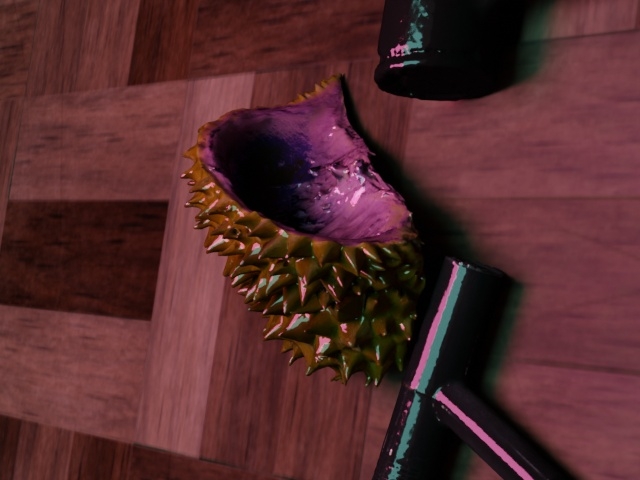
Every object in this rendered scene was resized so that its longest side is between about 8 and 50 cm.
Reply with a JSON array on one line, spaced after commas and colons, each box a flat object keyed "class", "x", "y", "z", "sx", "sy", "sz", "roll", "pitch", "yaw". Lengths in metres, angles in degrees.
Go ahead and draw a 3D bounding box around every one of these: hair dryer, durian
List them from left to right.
[{"class": "durian", "x": -0.012, "y": 0.010, "z": 1.272, "sx": 0.260, "sy": 0.154, "sz": 0.186, "roll": -126, "pitch": 23, "yaw": -67}, {"class": "hair dryer", "x": 0.124, "y": 0.116, "z": 1.124, "sx": 0.195, "sy": 0.050, "sz": 0.173, "roll": 23, "pitch": 101, "yaw": 50}, {"class": "hair dryer", "x": 0.152, "y": -0.199, "z": 1.154, "sx": 0.251, "sy": 0.089, "sz": 0.197, "roll": 2, "pitch": 80, "yaw": 45}]
